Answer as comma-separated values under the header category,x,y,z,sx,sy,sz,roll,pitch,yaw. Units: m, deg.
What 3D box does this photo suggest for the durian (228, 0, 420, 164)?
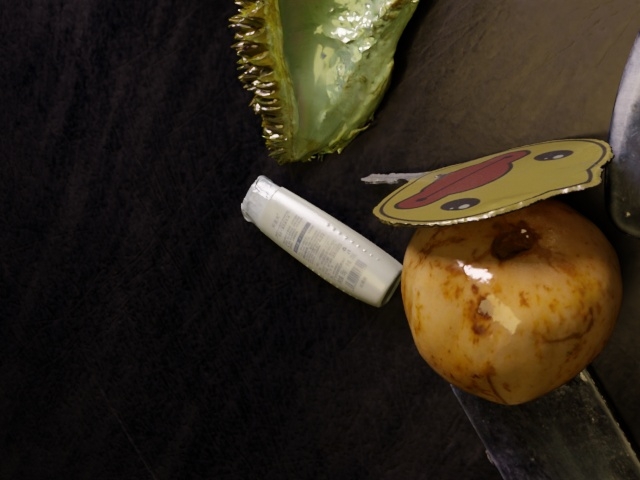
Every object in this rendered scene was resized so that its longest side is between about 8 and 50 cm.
category,x,y,z,sx,sy,sz,roll,pitch,yaw
durian,0.001,-0.263,0.907,0.198,0.163,0.395,8,117,-13

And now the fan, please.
category,x,y,z,sx,sy,sz,roll,pitch,yaw
fan,0.137,-0.060,0.811,0.335,0.229,0.011,7,118,58

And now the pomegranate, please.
category,x,y,z,sx,sy,sz,roll,pitch,yaw
pomegranate,0.187,0.055,0.814,0.215,0.215,0.216,8,107,28

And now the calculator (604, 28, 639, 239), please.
category,x,y,z,sx,sy,sz,roll,pitch,yaw
calculator,0.360,-0.104,0.762,0.177,0.040,0.268,15,116,27

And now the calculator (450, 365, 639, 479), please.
category,x,y,z,sx,sy,sz,roll,pitch,yaw
calculator,0.267,0.236,0.913,0.161,0.021,0.262,-30,87,32

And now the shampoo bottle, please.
category,x,y,z,sx,sy,sz,roll,pitch,yaw
shampoo bottle,0.000,0.000,0.986,0.212,0.049,0.072,37,122,16
